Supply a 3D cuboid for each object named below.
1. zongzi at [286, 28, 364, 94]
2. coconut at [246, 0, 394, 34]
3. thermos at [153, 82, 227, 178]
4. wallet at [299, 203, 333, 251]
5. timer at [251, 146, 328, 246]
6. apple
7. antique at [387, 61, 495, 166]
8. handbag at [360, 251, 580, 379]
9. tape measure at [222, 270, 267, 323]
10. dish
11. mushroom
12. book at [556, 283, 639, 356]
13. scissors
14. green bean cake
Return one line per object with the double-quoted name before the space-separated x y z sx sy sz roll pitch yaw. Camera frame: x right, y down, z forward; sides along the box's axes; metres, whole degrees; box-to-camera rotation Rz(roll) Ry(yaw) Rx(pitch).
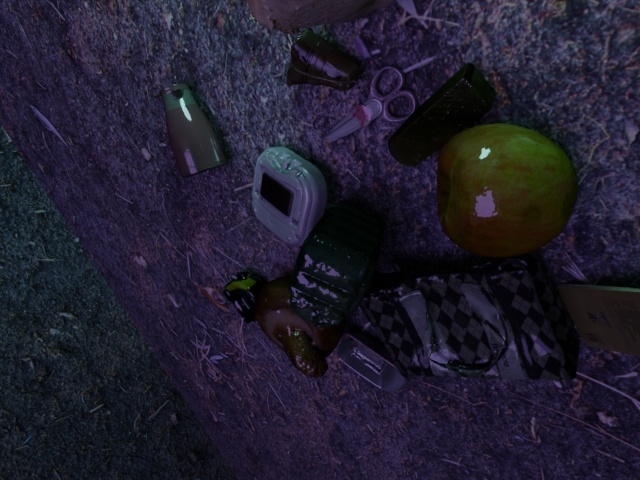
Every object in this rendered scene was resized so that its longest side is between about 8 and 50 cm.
"zongzi" 0.009 -0.369 0.930 0.189 0.081 0.178 33 158 -3
"coconut" 0.007 -0.513 0.660 0.297 0.309 0.298 160 90 -79
"thermos" -0.404 -0.337 1.232 0.176 0.145 0.265 6 118 66
"wallet" 0.000 0.000 1.179 0.170 0.069 0.231 23 128 29
"timer" -0.098 -0.121 1.113 0.262 0.087 0.237 38 130 34
"apple" 0.340 -0.093 0.752 0.226 0.246 0.246 -1 123 5
"antique" 0.231 -0.239 0.806 0.081 0.080 0.221 41 139 -11
"handbag" 0.332 0.172 0.942 0.415 0.180 0.317 -13 118 39
"tape measure" -0.266 0.211 1.514 0.186 0.112 0.199 -30 99 44
"dish" 0.175 0.391 1.312 0.234 0.064 0.154 33 134 18
"mushroom" -0.073 0.260 1.333 0.344 0.239 0.346 6 103 25
"book" 0.586 0.161 0.797 0.168 0.013 0.192 57 163 -9
"scissors" 0.102 -0.292 0.918 0.242 0.030 0.118 -22 104 43
"green bean cake" 0.029 0.089 0.997 0.169 0.300 0.308 25 120 4
